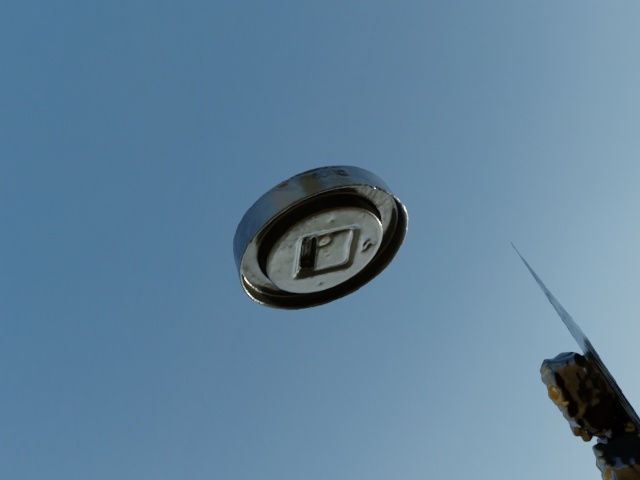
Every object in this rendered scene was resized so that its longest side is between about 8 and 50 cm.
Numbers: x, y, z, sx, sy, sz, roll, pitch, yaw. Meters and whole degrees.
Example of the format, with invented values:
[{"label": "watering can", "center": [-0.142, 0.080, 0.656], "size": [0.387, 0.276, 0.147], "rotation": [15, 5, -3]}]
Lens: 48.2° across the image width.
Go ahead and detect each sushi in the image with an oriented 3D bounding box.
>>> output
[{"label": "sushi", "center": [0.209, 0.147, 0.506], "size": [0.043, 0.192, 0.279], "rotation": [-34, -79, 11]}]

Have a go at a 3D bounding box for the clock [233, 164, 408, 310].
[{"label": "clock", "center": [0.000, 0.001, 1.274], "size": [0.319, 0.066, 0.318], "rotation": [-15, -39, -13]}]
